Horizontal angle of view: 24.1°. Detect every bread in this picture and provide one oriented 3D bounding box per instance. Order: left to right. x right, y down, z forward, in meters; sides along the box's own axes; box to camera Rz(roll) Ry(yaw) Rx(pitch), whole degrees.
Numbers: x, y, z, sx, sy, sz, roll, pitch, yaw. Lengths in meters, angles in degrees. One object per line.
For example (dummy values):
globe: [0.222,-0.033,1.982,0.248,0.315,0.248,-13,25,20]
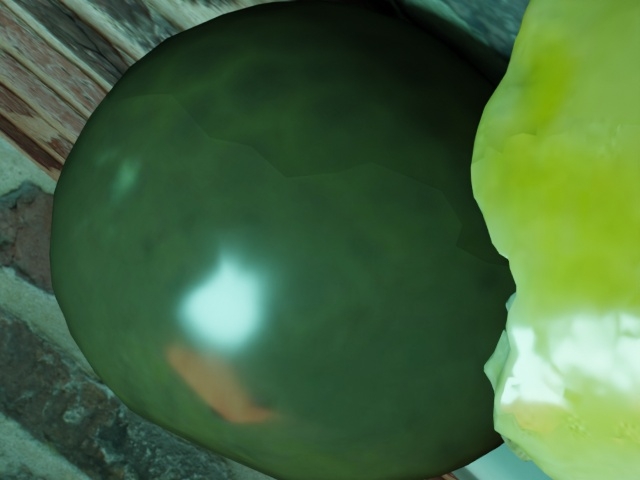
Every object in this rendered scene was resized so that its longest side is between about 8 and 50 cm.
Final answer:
bread: [0.290,-0.016,0.426,0.361,0.250,0.394,21,162,-36]

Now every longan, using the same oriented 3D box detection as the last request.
longan: [0.000,0.000,1.084,0.404,0.336,0.404,9,-159,-3]

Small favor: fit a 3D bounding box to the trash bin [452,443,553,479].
trash bin: [0.209,0.155,1.367,0.367,0.256,0.296,39,172,29]
